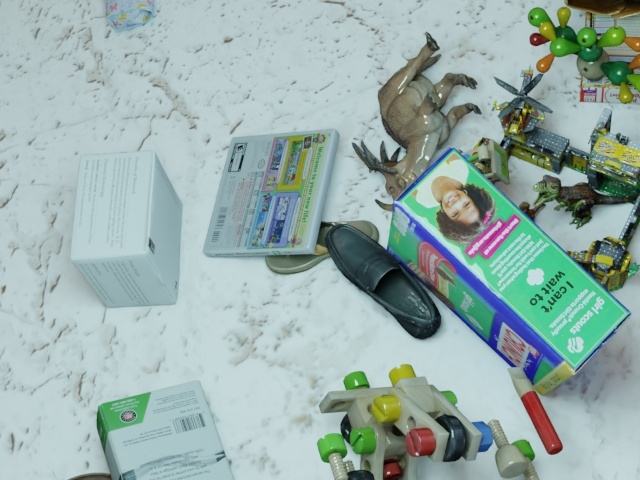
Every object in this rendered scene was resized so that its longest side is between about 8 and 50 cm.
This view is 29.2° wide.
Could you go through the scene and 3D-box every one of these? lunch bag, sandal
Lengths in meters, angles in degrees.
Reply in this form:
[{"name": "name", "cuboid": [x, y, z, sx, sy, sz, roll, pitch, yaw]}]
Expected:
[{"name": "lunch bag", "cuboid": [-0.329, -0.410, 2.148, 0.083, 0.053, 0.071, -17, 60, 12]}, {"name": "sandal", "cuboid": [0.000, 0.000, 1.890, 0.180, 0.049, 0.072, -13, 63, 3]}]

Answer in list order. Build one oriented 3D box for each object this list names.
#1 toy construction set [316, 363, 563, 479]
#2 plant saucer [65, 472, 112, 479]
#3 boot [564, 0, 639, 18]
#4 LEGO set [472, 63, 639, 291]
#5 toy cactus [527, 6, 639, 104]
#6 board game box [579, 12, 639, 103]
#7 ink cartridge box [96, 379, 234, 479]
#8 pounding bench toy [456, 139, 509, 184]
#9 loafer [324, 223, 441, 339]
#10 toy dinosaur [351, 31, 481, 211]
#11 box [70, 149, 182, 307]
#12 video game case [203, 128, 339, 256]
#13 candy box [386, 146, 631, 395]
[{"name": "toy construction set", "cuboid": [0.137, 0.238, 1.659, 0.309, 0.257, 0.237, -16, 50, -6]}, {"name": "plant saucer", "cuboid": [-0.322, 0.429, 1.741, 0.199, 0.036, 0.198, -4, 64, 8]}, {"name": "boot", "cuboid": [0.527, -0.434, 1.951, 0.295, 0.104, 0.211, -5, 44, 9]}, {"name": "LEGO set", "cuboid": [0.350, -0.092, 1.795, 0.331, 0.192, 0.255, 32, 73, 23]}, {"name": "toy cactus", "cuboid": [0.402, -0.266, 1.831, 0.219, 0.180, 0.112, 25, 89, 18]}, {"name": "board game box", "cuboid": [0.493, -0.310, 1.961, 0.147, 0.045, 0.193, 4, 65, 12]}, {"name": "ink cartridge box", "cuboid": [-0.213, 0.319, 1.724, 0.153, 0.087, 0.208, -11, 60, -21]}, {"name": "pounding bench toy", "cuboid": [0.221, -0.109, 1.750, 0.065, 0.083, 0.052, -13, 67, 28]}, {"name": "loafer", "cuboid": [0.093, 0.052, 1.817, 0.076, 0.078, 0.223, -41, 73, -12]}, {"name": "toy dinosaur", "cuboid": [0.136, -0.195, 1.933, 0.200, 0.127, 0.295, -36, 37, 31]}, {"name": "box", "cuboid": [-0.290, -0.015, 1.873, 0.119, 0.181, 0.182, -3, 63, 7]}, {"name": "video game case", "cuboid": [-0.077, -0.074, 1.924, 0.193, 0.023, 0.212, -2, 62, 29]}, {"name": "candy box", "cuboid": [0.243, 0.052, 1.666, 0.317, 0.268, 0.122, 43, 80, 10]}]
